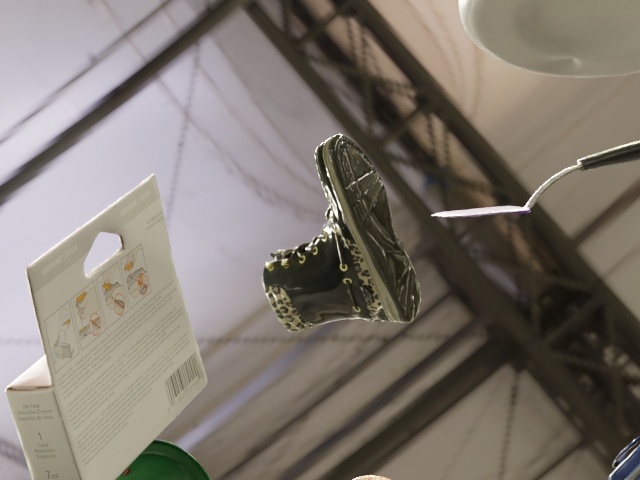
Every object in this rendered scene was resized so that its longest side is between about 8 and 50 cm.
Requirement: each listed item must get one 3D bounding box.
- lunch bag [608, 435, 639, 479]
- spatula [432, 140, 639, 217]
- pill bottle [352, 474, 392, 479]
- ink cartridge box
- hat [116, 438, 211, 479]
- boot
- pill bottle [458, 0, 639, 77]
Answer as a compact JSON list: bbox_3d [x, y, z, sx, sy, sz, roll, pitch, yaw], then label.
[{"bbox_3d":[0.308,0.209,1.539,0.098,0.065,0.067,-44,-19,2],"label":"lunch bag"},{"bbox_3d":[0.270,-0.067,1.857,0.296,0.030,0.084,-22,8,-11],"label":"spatula"},{"bbox_3d":[-0.013,0.273,1.243,0.130,0.130,0.245,-2,-36,-42],"label":"pill bottle"},{"bbox_3d":[-0.232,0.099,1.775,0.296,0.066,0.261,-45,-54,-61],"label":"ink cartridge box"},{"bbox_3d":[-0.231,0.336,1.856,0.208,0.173,0.183,-58,-12,16],"label":"hat"},{"bbox_3d":[0.000,0.002,1.957,0.085,0.179,0.236,-46,-62,-51],"label":"boot"},{"bbox_3d":[0.160,-0.256,1.016,0.160,0.283,0.160,1,-23,0],"label":"pill bottle"}]
